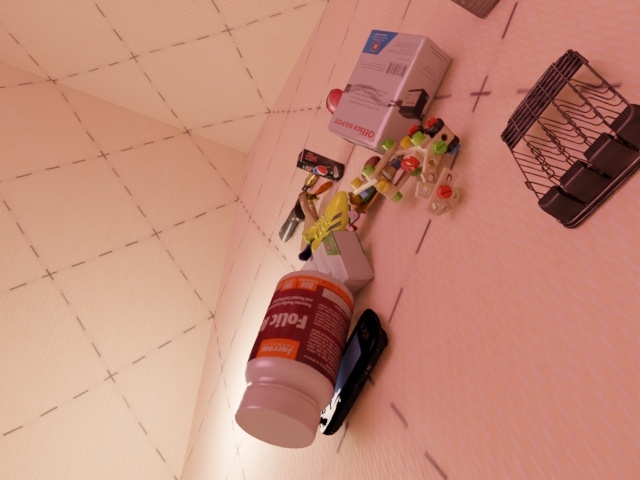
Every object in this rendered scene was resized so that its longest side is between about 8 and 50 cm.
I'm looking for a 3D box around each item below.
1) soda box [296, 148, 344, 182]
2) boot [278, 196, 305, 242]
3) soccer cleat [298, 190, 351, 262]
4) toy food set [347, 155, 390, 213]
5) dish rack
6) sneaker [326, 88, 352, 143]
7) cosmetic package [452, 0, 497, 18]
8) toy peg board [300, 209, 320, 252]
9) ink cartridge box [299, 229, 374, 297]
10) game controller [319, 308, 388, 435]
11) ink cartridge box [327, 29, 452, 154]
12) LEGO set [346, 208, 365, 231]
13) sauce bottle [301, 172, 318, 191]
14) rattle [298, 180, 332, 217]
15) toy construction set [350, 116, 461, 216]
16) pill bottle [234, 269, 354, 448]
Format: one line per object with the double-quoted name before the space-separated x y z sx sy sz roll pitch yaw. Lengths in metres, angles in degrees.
"soda box" 0.001 -0.272 1.859 0.053 0.169 0.060 143 141 -60
"boot" -0.119 -0.072 2.153 0.208 0.076 0.189 -51 12 30
"soccer cleat" 0.009 -0.028 1.529 0.093 0.121 0.289 -92 18 -48
"toy food set" 0.141 -0.188 1.496 0.217 0.071 0.128 -58 20 10
"dish rack" 0.400 -0.178 0.825 0.208 0.074 0.271 -56 22 35
"sneaker" 0.115 -0.489 1.884 0.136 0.116 0.313 -47 36 30
"cosmetic package" 0.326 -0.652 1.206 0.127 0.238 0.107 130 152 -48
"toy peg board" 0.000 0.000 1.722 0.160 0.079 0.161 -124 38 -56
"ink cartridge box" 0.039 0.097 1.462 0.219 0.093 0.160 -52 47 44
"game controller" 0.070 0.325 1.268 0.319 0.067 0.166 -64 20 18
"ink cartridge box" 0.183 -0.400 1.409 0.223 0.129 0.307 34 102 46
"LEGO set" 0.068 -0.018 1.616 0.244 0.060 0.182 -42 39 54
"sauce bottle" -0.043 -0.251 2.160 0.128 0.042 0.042 126 154 -45
"rattle" 0.002 -0.105 1.918 0.130 0.143 0.199 80 176 -56
"toy construction set" 0.214 -0.171 1.204 0.215 0.151 0.328 -48 26 -6
"pill bottle" -0.059 0.284 1.263 0.224 0.224 0.392 -51 15 45
